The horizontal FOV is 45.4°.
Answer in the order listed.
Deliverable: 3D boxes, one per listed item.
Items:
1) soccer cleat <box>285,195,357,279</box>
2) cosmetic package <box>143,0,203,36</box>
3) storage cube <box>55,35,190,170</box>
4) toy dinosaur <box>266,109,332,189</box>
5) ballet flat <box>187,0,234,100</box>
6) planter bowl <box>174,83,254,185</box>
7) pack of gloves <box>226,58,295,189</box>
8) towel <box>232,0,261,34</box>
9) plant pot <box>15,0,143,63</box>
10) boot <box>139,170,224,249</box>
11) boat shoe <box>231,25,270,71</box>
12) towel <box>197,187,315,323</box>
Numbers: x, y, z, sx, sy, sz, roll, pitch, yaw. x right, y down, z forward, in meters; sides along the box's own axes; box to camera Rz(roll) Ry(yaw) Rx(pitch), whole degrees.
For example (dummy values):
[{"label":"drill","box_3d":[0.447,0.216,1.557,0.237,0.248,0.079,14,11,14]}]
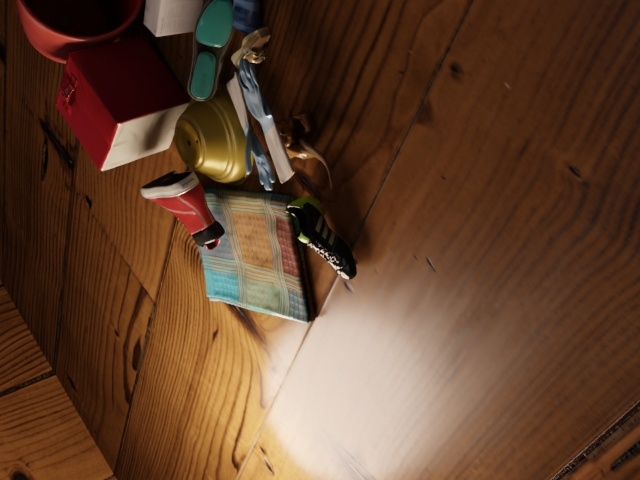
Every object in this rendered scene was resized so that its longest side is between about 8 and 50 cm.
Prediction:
[{"label":"soccer cleat","box_3d":[0.000,0.000,1.372,0.179,0.072,0.060,57,142,15]},{"label":"cosmetic package","box_3d":[-0.269,-0.509,1.446,0.060,0.099,0.239,46,137,28]},{"label":"storage cube","box_3d":[-0.433,-0.297,1.667,0.193,0.215,0.183,54,141,10]},{"label":"toy dinosaur","box_3d":[-0.029,-0.166,1.354,0.211,0.064,0.112,21,135,57]},{"label":"ballet flat","box_3d":[-0.211,-0.372,1.462,0.068,0.072,0.213,-95,23,-61]},{"label":"planter bowl","box_3d":[-0.235,-0.206,1.556,0.217,0.090,0.217,26,125,43]},{"label":"pack of gloves","box_3d":[-0.128,-0.203,1.391,0.232,0.046,0.195,69,163,2]},{"label":"towel","box_3d":[-0.132,-0.431,1.368,0.067,0.029,0.119,33,130,38]},{"label":"plant pot","box_3d":[-0.541,-0.519,1.669,0.243,0.275,0.275,-20,91,63]},{"label":"boot","box_3d":[-0.295,-0.058,1.650,0.244,0.088,0.176,10,132,59]},{"label":"boat shoe","box_3d":[-0.118,-0.341,1.382,0.045,0.050,0.135,64,153,2]},{"label":"towel","box_3d":[-0.158,0.024,1.615,0.370,0.040,0.271,8,114,50]}]
